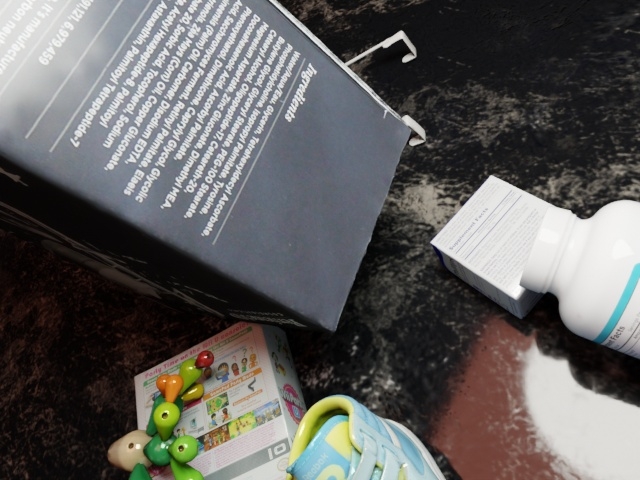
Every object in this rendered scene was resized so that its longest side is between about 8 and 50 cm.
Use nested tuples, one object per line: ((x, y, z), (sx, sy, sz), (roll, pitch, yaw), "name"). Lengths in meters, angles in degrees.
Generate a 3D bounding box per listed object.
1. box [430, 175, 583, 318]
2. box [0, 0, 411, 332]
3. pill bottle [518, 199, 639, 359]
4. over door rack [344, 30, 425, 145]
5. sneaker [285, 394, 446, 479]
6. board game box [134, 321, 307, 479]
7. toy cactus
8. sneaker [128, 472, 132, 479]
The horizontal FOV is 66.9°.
((0.239, 0.006, 0.625), (0.126, 0.072, 0.137), (-47, 51, -4), "box")
((-0.240, -0.118, 0.624), (0.480, 0.472, 0.297), (-7, 57, 54), "box")
((0.339, 0.049, 0.463), (0.264, 0.146, 0.146), (22, 73, 23), "pill bottle")
((0.016, -0.259, 0.895), (0.325, 0.108, 0.239), (-11, 57, 23), "over door rack")
((0.072, 0.270, 0.432), (0.127, 0.208, 0.319), (-49, 37, -2), "sneaker")
((-0.123, 0.282, 0.644), (0.224, 0.097, 0.303), (-28, 53, 10), "board game box")
((-0.194, 0.253, 0.593), (0.181, 0.112, 0.218), (-24, 54, 38), "toy cactus")
((-0.267, 0.382, 0.704), (0.057, 0.047, 0.119), (-30, 47, 39), "sneaker")
